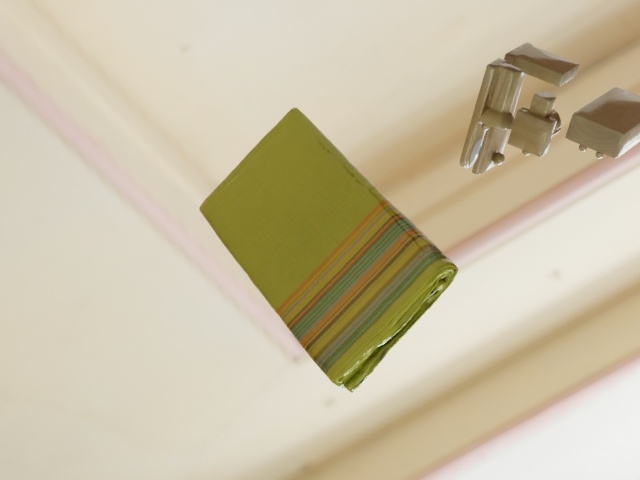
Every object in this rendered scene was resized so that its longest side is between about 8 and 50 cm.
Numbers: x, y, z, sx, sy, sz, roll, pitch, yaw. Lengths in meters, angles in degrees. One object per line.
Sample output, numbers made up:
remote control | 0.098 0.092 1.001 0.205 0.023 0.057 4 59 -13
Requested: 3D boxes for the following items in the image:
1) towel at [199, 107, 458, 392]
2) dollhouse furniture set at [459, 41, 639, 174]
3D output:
towel | 0.000 0.000 1.191 0.021 0.102 0.237 43 -176 -37
dollhouse furniture set | 0.214 -0.086 1.701 0.151 0.123 0.144 24 -154 20
